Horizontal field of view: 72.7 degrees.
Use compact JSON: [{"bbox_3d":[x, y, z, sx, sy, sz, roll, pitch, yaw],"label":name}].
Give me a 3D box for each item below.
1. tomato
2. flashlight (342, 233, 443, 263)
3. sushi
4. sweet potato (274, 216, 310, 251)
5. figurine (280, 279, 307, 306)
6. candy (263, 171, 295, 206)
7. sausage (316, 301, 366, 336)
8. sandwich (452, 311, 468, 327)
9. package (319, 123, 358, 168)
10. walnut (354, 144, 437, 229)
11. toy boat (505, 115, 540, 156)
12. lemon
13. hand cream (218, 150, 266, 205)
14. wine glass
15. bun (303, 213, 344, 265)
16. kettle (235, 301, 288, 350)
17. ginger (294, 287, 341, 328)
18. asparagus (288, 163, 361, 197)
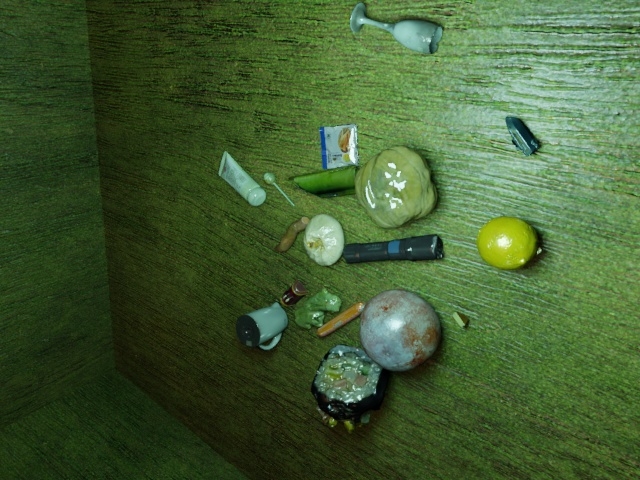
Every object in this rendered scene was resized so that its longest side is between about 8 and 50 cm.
[{"bbox_3d":[0.301,0.342,1.671,0.316,0.282,0.317,13,121,22],"label":"tomato"},{"bbox_3d":[0.268,0.042,1.698,0.423,0.103,0.103,-7,101,39],"label":"flashlight"},{"bbox_3d":[0.137,0.658,1.885,0.328,0.328,0.285,2,119,19],"label":"sushi"},{"bbox_3d":[-0.145,-0.012,2.011,0.281,0.059,0.067,-48,67,36],"label":"sweet potato"},{"bbox_3d":[-0.145,0.270,2.084,0.082,0.098,0.154,51,125,7],"label":"figurine"},{"bbox_3d":[-0.186,-0.230,1.981,0.202,0.061,0.061,48,128,3],"label":"candy"},{"bbox_3d":[0.091,0.361,1.965,0.348,0.053,0.053,-40,80,38],"label":"sausage"},{"bbox_3d":[0.531,0.298,1.628,0.083,0.044,0.031,-111,36,-58],"label":"sandwich"},{"bbox_3d":[0.074,-0.374,1.743,0.173,0.027,0.171,3,107,31],"label":"package"},{"bbox_3d":[0.261,-0.180,1.523,0.253,0.282,0.277,-28,93,-1],"label":"walnut"},{"bbox_3d":[0.615,-0.327,1.339,0.141,0.055,0.060,58,152,6],"label":"toy boat"},{"bbox_3d":[0.595,0.006,1.397,0.206,0.173,0.174,33,125,51],"label":"lemon"},{"bbox_3d":[-0.384,-0.283,2.076,0.306,0.093,0.147,43,131,20],"label":"hand cream"},{"bbox_3d":[0.215,-0.634,1.471,0.309,0.096,0.264,30,102,24],"label":"wine glass"},{"bbox_3d":[0.000,0.000,1.847,0.222,0.127,0.222,5,97,46],"label":"bun"},{"bbox_3d":[-0.273,0.438,2.143,0.161,0.236,0.221,-1,99,35],"label":"kettle"},{"bbox_3d":[-0.013,0.322,2.014,0.290,0.089,0.137,-47,58,32],"label":"ginger"},{"bbox_3d":[0.029,-0.231,1.777,0.381,0.108,0.128,-3,129,39],"label":"asparagus"}]
